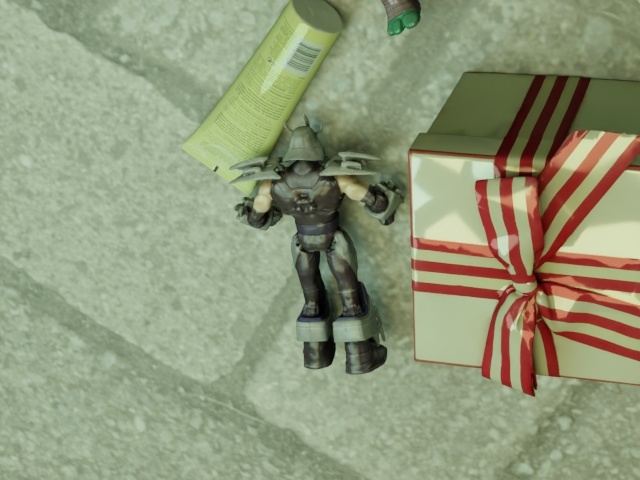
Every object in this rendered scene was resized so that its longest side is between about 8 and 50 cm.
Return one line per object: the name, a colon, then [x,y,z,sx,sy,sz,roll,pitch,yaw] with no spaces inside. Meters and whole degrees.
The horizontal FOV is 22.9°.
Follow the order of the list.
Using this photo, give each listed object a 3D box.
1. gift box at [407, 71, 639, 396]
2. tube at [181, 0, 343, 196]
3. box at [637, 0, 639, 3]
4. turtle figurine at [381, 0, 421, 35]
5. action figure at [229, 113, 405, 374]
gift box: [0.232,-0.020,1.497,0.276,0.258,0.255,1,117,20]
tube: [-0.060,-0.153,1.653,0.240,0.062,0.070,-55,49,36]
box: [0.387,-0.241,1.354,0.345,0.215,0.168,46,121,-8]
turtle figurine: [0.038,-0.312,1.499,0.175,0.118,0.234,-24,122,43]
action figure: [0.000,0.000,1.687,0.185,0.099,0.285,1,113,26]
